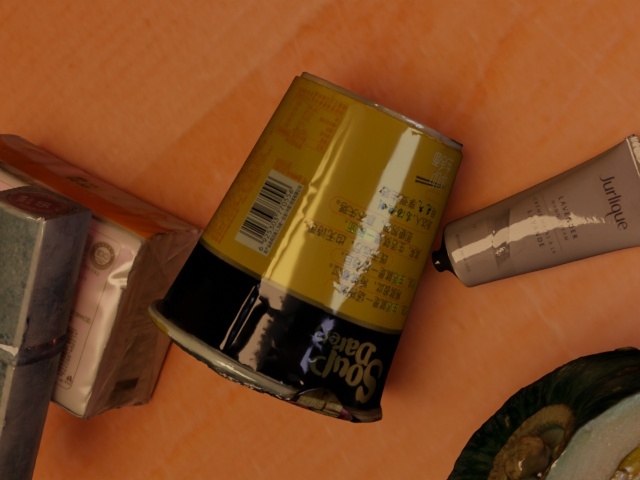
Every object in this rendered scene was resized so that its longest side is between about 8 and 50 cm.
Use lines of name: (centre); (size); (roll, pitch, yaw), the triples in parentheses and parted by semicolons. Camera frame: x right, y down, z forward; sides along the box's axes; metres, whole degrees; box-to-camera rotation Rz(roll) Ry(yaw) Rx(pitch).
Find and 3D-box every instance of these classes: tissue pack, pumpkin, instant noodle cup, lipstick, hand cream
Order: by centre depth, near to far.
pumpkin: (0.211, 0.216, 0.949); (0.263, 0.197, 0.293); (31, 98, -15)
hand cream: (0.177, -0.011, 1.046); (0.186, 0.054, 0.087); (-20, 87, 18)
instant noodle cup: (0.000, 0.000, 1.055); (0.215, 0.215, 0.236); (27, 96, 23)
lipstick: (-0.267, 0.101, 1.113); (0.077, 0.076, 0.290); (22, 106, 20)
tissue pack: (-0.244, 0.028, 1.206); (0.225, 0.124, 0.185); (26, 103, 22)
